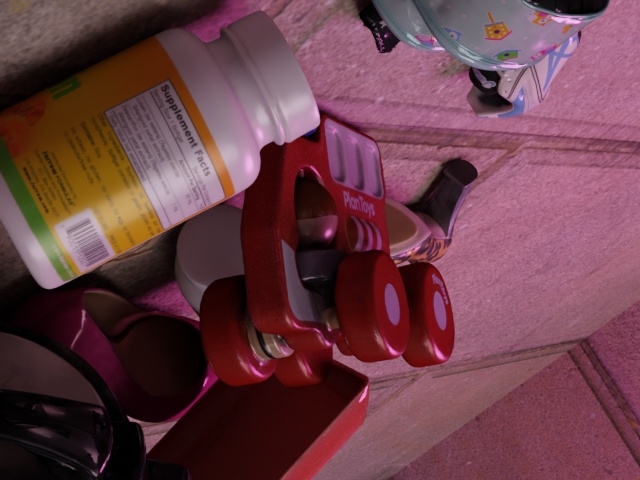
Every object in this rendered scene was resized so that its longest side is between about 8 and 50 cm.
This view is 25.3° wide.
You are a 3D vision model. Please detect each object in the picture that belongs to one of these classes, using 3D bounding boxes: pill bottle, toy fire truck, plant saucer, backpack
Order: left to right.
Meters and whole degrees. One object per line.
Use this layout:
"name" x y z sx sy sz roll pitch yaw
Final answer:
"pill bottle" -0.131 -0.077 1.082 0.246 0.136 0.136 -28 162 -7
"pill bottle" -0.086 0.036 1.478 0.118 0.117 0.208 -29 162 -3
"plant saucer" -0.078 0.221 1.477 0.258 0.047 0.259 -46 -155 -12
"toy fire truck" 0.000 0.000 1.330 0.169 0.253 0.302 -12 168 22
"backpack" 0.112 -0.209 1.020 0.166 0.188 0.144 -9 152 -49

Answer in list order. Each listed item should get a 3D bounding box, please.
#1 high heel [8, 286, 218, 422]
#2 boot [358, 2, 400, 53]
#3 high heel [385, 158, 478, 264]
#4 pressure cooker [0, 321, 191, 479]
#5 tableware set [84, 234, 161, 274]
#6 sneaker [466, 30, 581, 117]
"high heel" -0.174 0.113 1.514 0.181 0.127 0.377 -30 162 36
"boot" 0.079 -0.209 1.206 0.099 0.045 0.121 -28 163 3
"high heel" 0.071 0.018 1.697 0.261 0.093 0.186 -29 158 -32
"pressure cooker" -0.339 0.276 1.281 0.370 0.375 0.420 -32 145 -32
"tableware set" -0.185 -0.012 1.354 0.141 0.020 0.168 -12 154 -44
"sneaker" 0.190 -0.184 1.370 0.086 0.085 0.237 -31 161 -13
